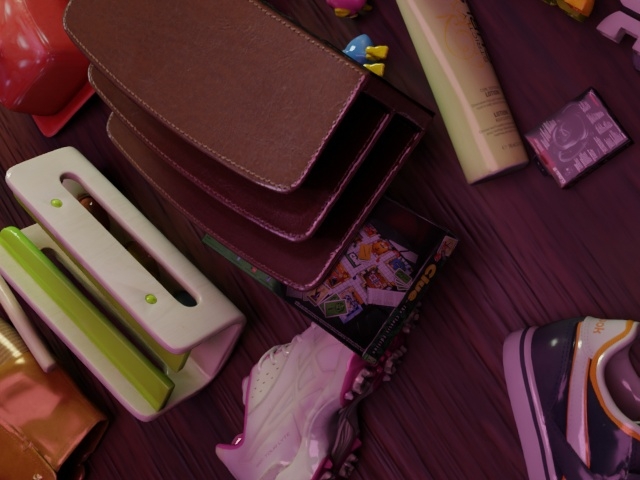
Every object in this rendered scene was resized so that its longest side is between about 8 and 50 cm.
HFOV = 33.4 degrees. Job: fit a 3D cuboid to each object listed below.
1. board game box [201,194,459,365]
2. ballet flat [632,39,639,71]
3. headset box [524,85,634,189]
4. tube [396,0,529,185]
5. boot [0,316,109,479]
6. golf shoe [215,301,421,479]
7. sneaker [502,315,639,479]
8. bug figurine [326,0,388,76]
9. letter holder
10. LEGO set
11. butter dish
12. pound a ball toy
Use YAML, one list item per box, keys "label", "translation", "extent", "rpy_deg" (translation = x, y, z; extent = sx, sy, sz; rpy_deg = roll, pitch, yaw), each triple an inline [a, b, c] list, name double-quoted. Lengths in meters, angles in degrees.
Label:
- label: "board game box"
  translation: [0.000, 0.000, 1.010]
  extent: [0.260, 0.030, 0.136]
  rpy_deg: [33, 90, 43]
- label: "ballet flat"
  translation: [0.328, -0.147, 0.934]
  extent: [0.114, 0.041, 0.041]
  rpy_deg: [21, 99, 22]
- label: "headset box"
  translation: [0.233, -0.090, 0.974]
  extent: [0.083, 0.032, 0.062]
  rpy_deg: [-38, 76, 20]
- label: "tube"
  translation: [0.124, -0.172, 0.997]
  extent: [0.062, 0.070, 0.240]
  rpy_deg: [-21, 84, 10]
- label: "boot"
  translation: [-0.384, 0.248, 1.208]
  extent: [0.211, 0.104, 0.295]
  rpy_deg: [43, 102, 18]
- label: "golf shoe"
  translation: [-0.007, 0.128, 1.040]
  extent: [0.140, 0.115, 0.306]
  rpy_deg: [28, 100, 24]
- label: "sneaker"
  translation: [0.256, 0.222, 0.916]
  extent: [0.127, 0.126, 0.321]
  rpy_deg: [-17, 82, 28]
- label: "bug figurine"
  translation: [-0.037, -0.221, 1.070]
  extent: [0.279, 0.072, 0.216]
  rpy_deg: [15, 90, 27]
- label: "letter holder"
  translation: [-0.094, -0.115, 0.956]
  extent: [0.302, 0.152, 0.214]
  rpy_deg: [38, 100, 25]
- label: "LEGO set"
  translation: [0.215, -0.258, 0.933]
  extent: [0.227, 0.087, 0.093]
  rpy_deg: [38, 102, 28]
- label: "butter dish"
  translation: [-0.325, -0.211, 1.157]
  extent: [0.160, 0.118, 0.160]
  rpy_deg: [-36, 76, 36]
- label: "pound a ball toy"
  translation: [-0.241, 0.048, 1.148]
  extent: [0.319, 0.136, 0.208]
  rpy_deg: [43, 131, 17]
